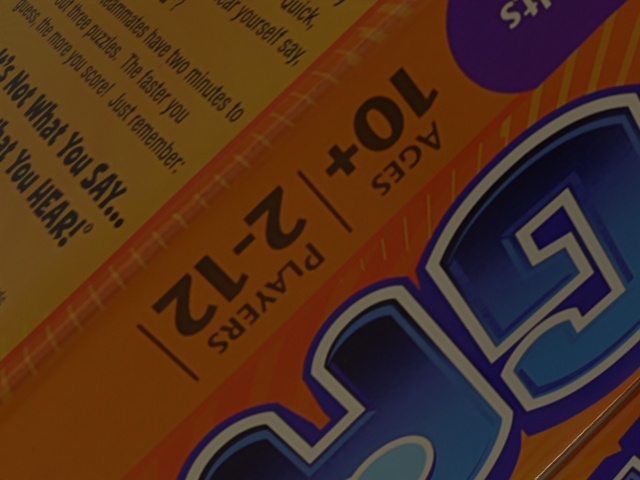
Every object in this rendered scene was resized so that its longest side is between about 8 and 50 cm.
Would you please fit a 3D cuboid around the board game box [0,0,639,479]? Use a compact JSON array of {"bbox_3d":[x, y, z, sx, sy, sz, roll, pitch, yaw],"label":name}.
[{"bbox_3d":[-0.031,0.029,0.636,0.356,0.356,0.356,-44,128,-2],"label":"board game box"}]
